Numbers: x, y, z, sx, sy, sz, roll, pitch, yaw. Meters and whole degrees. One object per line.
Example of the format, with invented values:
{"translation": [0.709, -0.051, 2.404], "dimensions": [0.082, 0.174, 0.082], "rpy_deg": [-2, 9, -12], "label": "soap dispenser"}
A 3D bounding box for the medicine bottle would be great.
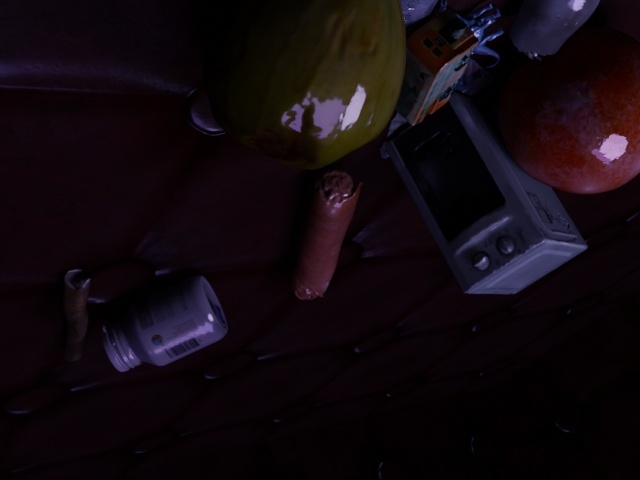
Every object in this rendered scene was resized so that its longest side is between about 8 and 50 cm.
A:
{"translation": [-0.296, 0.163, 1.681], "dimensions": [0.215, 0.135, 0.135], "rpy_deg": [-24, 157, 2], "label": "medicine bottle"}

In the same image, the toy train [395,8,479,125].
{"translation": [0.154, -0.244, 1.260], "dimensions": [0.099, 0.072, 0.188], "rpy_deg": [-35, 166, -20], "label": "toy train"}

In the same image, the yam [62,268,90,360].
{"translation": [-0.446, 0.145, 1.618], "dimensions": [0.045, 0.045, 0.327], "rpy_deg": [14, 147, -9], "label": "yam"}

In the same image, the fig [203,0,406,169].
{"translation": [-0.008, -0.220, 1.044], "dimensions": [0.239, 0.239, 0.271], "rpy_deg": [10, 116, -53], "label": "fig"}

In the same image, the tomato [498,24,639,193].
{"translation": [0.410, -0.207, 1.397], "dimensions": [0.265, 0.265, 0.265], "rpy_deg": [-20, 157, -9], "label": "tomato"}

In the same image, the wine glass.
{"translation": [0.346, -0.353, 1.234], "dimensions": [0.103, 0.103, 0.222], "rpy_deg": [-13, 155, -23], "label": "wine glass"}

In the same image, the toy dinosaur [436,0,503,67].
{"translation": [0.224, -0.304, 1.296], "dimensions": [0.080, 0.045, 0.197], "rpy_deg": [-20, 153, 26], "label": "toy dinosaur"}

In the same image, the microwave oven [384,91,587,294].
{"translation": [0.274, -0.068, 1.513], "dimensions": [0.181, 0.295, 0.237], "rpy_deg": [-37, 157, 26], "label": "microwave oven"}

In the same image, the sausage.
{"translation": [0.000, 0.000, 1.668], "dimensions": [0.094, 0.094, 0.419], "rpy_deg": [-38, 162, -26], "label": "sausage"}

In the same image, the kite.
{"translation": [0.148, -0.224, 1.434], "dimensions": [0.314, 0.011, 0.335], "rpy_deg": [-16, 155, -18], "label": "kite"}

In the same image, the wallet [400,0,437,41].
{"translation": [0.076, -0.297, 1.178], "dimensions": [0.167, 0.036, 0.222], "rpy_deg": [-10, 153, -30], "label": "wallet"}
